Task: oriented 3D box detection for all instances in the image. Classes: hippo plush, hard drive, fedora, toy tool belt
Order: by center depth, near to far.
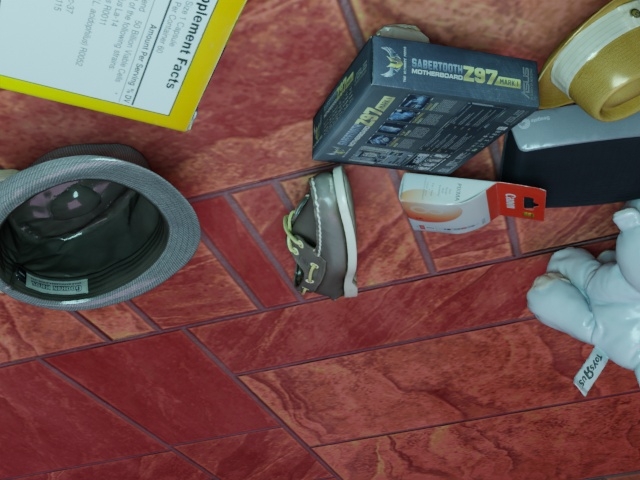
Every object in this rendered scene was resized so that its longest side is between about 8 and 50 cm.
[{"bbox_3d":[0.318,-0.182,0.875,0.194,0.079,0.194,-27,158,-12],"label":"fedora"},{"bbox_3d":[0.094,-0.205,0.907,0.083,0.052,0.051,8,171,-20],"label":"toy tool belt"},{"bbox_3d":[-0.289,-0.034,1.029,0.275,0.124,0.243,-33,133,18],"label":"fedora"},{"bbox_3d":[0.364,-0.108,1.076,0.254,0.054,0.172,-6,147,2],"label":"hard drive"},{"bbox_3d":[0.426,0.042,1.181,0.234,0.294,0.237,19,131,19],"label":"hippo plush"}]

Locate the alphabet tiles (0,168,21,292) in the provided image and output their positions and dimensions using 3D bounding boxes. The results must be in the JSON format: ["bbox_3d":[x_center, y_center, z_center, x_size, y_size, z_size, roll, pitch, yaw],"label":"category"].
[{"bbox_3d":[-0.440,-0.005,1.167,0.277,0.021,0.284,-4,147,0],"label":"alphabet tiles"}]

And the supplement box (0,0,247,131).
[{"bbox_3d":[-0.242,-0.252,0.649,0.356,0.195,0.194,12,144,-22],"label":"supplement box"}]

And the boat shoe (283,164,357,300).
[{"bbox_3d":[0.000,0.000,1.133,0.096,0.117,0.324,-4,159,1],"label":"boat shoe"}]

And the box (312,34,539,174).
[{"bbox_3d":[0.105,-0.141,0.929,0.183,0.059,0.232,4,165,-14],"label":"box"}]

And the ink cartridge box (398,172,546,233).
[{"bbox_3d":[0.201,-0.039,1.097,0.179,0.045,0.145,10,168,16],"label":"ink cartridge box"}]
